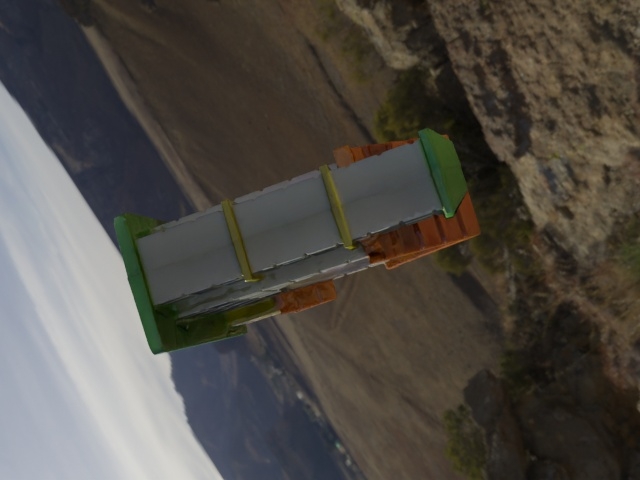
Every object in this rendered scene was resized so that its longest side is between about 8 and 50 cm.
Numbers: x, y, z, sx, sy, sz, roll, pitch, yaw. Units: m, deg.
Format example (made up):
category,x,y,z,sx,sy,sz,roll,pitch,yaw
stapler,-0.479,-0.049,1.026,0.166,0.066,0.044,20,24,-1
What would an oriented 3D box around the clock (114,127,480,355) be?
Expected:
category,x,y,z,sx,sy,sz,roll,pitch,yaw
clock,0.000,0.000,0.587,0.220,0.255,0.106,17,-125,-79
